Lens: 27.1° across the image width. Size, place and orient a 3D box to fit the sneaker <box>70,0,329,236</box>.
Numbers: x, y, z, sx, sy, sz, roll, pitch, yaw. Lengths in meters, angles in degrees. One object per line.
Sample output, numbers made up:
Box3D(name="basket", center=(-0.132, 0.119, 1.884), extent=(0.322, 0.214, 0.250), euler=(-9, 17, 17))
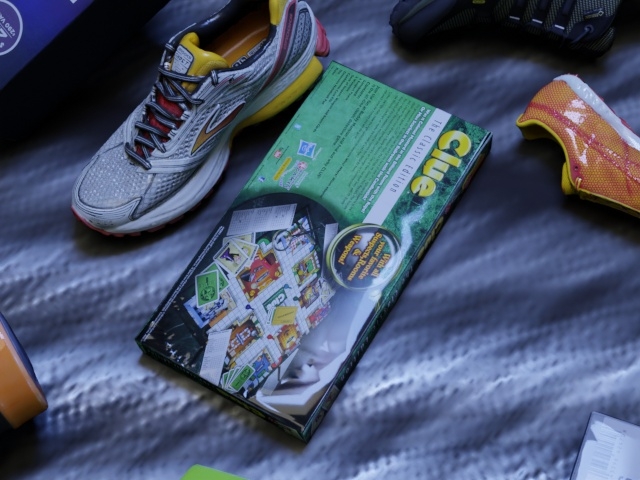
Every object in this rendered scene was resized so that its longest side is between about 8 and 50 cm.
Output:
Box3D(name="sneaker", center=(-0.096, -0.099, 0.934), extent=(0.088, 0.093, 0.225), euler=(38, 81, 29))

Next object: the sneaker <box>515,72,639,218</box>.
Box3D(name="sneaker", center=(0.209, -0.041, 0.918), extent=(0.067, 0.064, 0.175), euler=(-47, 62, 3))

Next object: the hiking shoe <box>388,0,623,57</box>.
Box3D(name="hiking shoe", center=(0.163, -0.175, 0.964), extent=(0.227, 0.086, 0.114), euler=(-21, 104, 19))

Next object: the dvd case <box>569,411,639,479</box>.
Box3D(name="dvd case", center=(0.251, 0.220, 0.785), extent=(0.238, 0.029, 0.179), euler=(17, 65, 14))

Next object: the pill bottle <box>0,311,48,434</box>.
Box3D(name="pill bottle", center=(-0.295, 0.125, 0.818), extent=(0.245, 0.130, 0.130), euler=(-29, 64, -10))

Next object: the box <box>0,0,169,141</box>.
Box3D(name="box", center=(-0.249, -0.230, 0.953), extent=(0.184, 0.103, 0.261), euler=(-42, 80, 12))

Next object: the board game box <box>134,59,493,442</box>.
Box3D(name="board game box", center=(0.000, 0.000, 0.921), extent=(0.136, 0.030, 0.260), euler=(26, 67, 19))

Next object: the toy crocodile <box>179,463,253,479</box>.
Box3D(name="toy crocodile", center=(-0.127, 0.252, 0.730), extent=(0.115, 0.105, 0.340), euler=(5, 37, 32))
